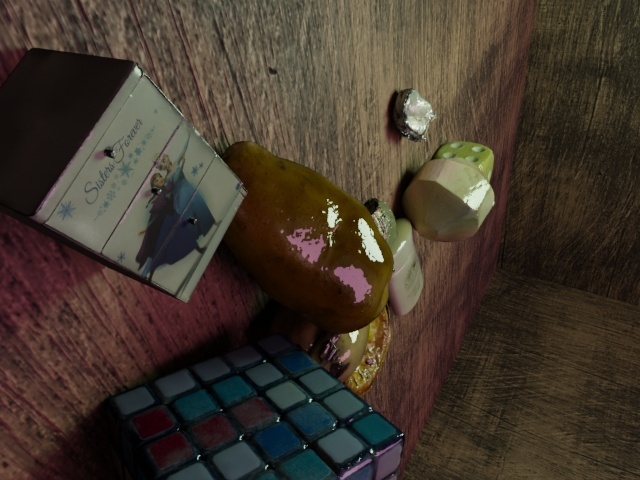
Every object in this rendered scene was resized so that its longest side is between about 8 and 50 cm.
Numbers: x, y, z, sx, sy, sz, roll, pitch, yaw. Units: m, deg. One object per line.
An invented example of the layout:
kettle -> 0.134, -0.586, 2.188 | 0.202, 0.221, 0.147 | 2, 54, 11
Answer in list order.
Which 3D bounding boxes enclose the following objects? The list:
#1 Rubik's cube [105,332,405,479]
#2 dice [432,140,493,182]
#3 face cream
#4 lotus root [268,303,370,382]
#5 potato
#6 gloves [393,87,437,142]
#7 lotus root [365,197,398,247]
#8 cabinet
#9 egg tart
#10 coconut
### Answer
Rubik's cube -> -0.094, 0.347, 0.654 | 0.292, 0.287, 0.292 | -16, 119, -36
dice -> 0.457, -0.213, 1.549 | 0.169, 0.166, 0.169 | -47, 142, -40
face cream -> 0.235, 0.078, 1.395 | 0.173, 0.081, 0.348 | -60, 150, -24
lotus root -> 0.011, 0.149, 0.926 | 0.310, 0.183, 0.182 | -63, 155, -53
potato -> -0.017, 0.001, 0.733 | 0.195, 0.176, 0.369 | -46, 118, 7
gloves -> 0.225, -0.307, 1.183 | 0.153, 0.070, 0.114 | 19, 96, -56
lotus root -> 0.147, -0.031, 1.189 | 0.143, 0.070, 0.144 | -58, 148, -28
cabinet -> -0.197, -0.052, 0.468 | 0.145, 0.150, 0.206 | -65, 152, -16
egg tart -> 0.069, 0.231, 1.136 | 0.290, 0.115, 0.290 | -15, 108, -57
coconut -> 0.356, -0.103, 1.354 | 0.259, 0.259, 0.259 | -37, 136, -48
